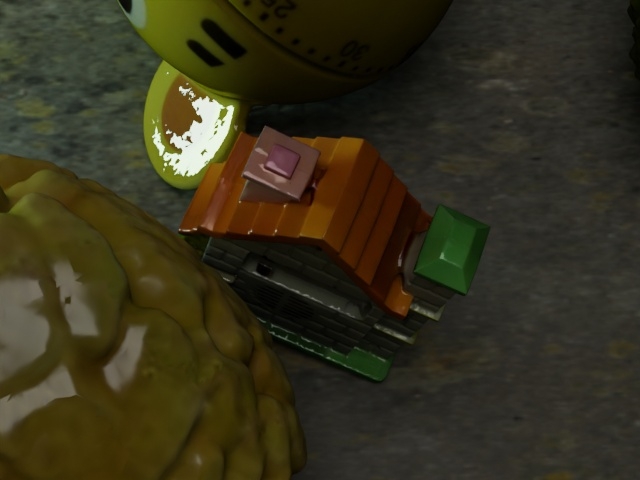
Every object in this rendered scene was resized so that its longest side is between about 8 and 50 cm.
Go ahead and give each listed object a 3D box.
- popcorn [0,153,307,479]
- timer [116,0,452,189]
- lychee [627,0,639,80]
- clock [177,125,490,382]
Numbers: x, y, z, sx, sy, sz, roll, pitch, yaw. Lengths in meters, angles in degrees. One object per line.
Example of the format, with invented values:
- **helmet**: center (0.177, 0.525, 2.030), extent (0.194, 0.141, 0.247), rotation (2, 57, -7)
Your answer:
- **popcorn**: center (-0.210, 0.131, 0.993), extent (0.390, 0.354, 0.344), rotation (33, 71, 16)
- **timer**: center (-0.064, -0.270, 1.193), extent (0.387, 0.376, 0.376), rotation (-29, 62, 36)
- **lychee**: center (0.417, -0.211, 1.185), extent (0.270, 0.270, 0.320), rotation (37, 106, 14)
- **clock**: center (0.000, 0.000, 1.078), extent (0.220, 0.255, 0.106), rotation (24, 67, -4)
